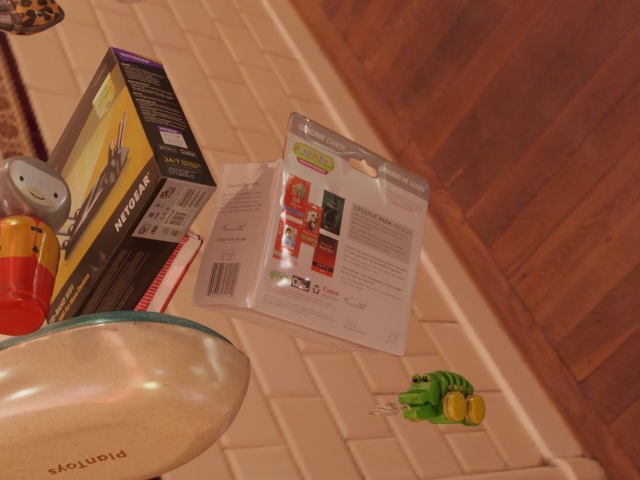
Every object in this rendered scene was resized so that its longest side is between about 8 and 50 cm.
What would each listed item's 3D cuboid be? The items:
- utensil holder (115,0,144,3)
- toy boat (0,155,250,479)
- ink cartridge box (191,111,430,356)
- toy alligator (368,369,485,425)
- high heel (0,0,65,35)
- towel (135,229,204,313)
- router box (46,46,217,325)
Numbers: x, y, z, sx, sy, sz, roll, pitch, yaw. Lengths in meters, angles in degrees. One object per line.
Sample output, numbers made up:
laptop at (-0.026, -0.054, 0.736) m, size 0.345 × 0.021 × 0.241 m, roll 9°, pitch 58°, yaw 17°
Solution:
utensil holder at (-0.202, -0.585, 1.560) m, size 0.385 × 0.327 × 0.328 m, roll -10°, pitch 76°, yaw 23°
toy boat at (-0.200, 0.083, 0.784) m, size 0.318 × 0.267 × 0.148 m, roll 80°, pitch 179°, yaw -47°
ink cartridge box at (0.000, 0.000, 1.347) m, size 0.130 × 0.309 × 0.272 m, roll -1°, pitch 72°, yaw 45°
toy alligator at (0.107, 0.150, 0.922) m, size 0.056 × 0.189 × 0.051 m, roll -9°, pitch 72°, yaw 37°
high heel at (-0.458, -0.401, 1.353) m, size 0.093 × 0.186 × 0.261 m, roll 123°, pitch 146°, yaw -55°
towel at (-0.421, 0.026, 1.848) m, size 0.237 × 0.329 × 0.037 m, roll -58°, pitch 22°, yaw 17°
router box at (-0.271, -0.049, 1.211) m, size 0.309 × 0.081 × 0.243 m, roll -52°, pitch 47°, yaw 30°
